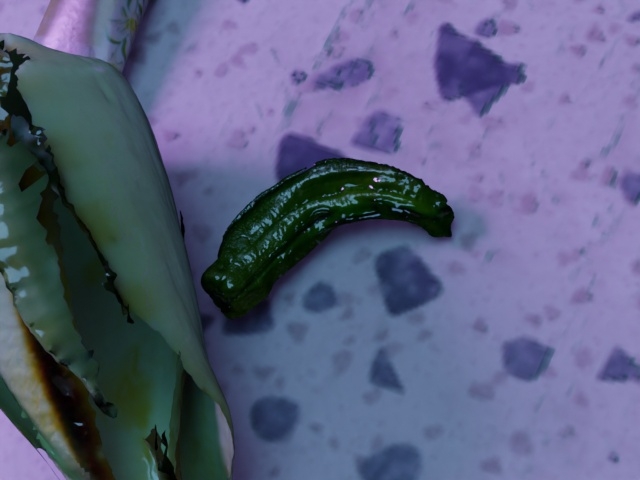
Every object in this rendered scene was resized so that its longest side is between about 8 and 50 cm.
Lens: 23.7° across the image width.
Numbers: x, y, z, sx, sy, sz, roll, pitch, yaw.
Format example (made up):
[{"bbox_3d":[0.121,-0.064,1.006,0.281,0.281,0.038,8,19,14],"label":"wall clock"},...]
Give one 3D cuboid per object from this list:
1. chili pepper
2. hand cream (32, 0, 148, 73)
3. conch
[{"bbox_3d":[-0.001,-0.007,0.696,0.117,0.035,0.055,-20,74,-4],"label":"chili pepper"},{"bbox_3d":[-0.106,-0.143,0.784,0.067,0.042,0.195,14,75,20],"label":"hand cream"},{"bbox_3d":[-0.115,0.007,0.653,0.143,0.137,0.251,-52,51,25],"label":"conch"}]
